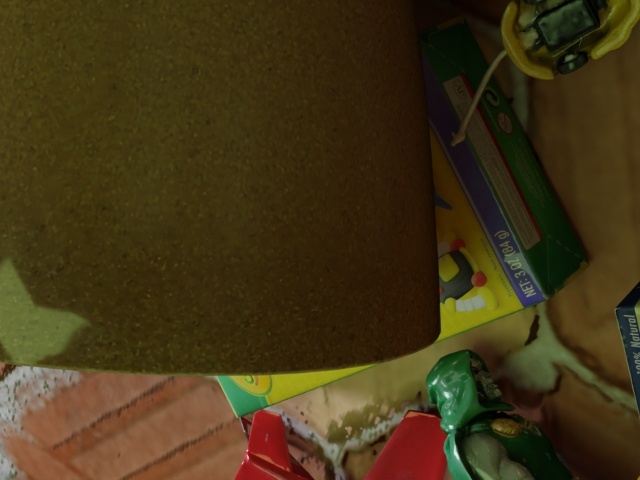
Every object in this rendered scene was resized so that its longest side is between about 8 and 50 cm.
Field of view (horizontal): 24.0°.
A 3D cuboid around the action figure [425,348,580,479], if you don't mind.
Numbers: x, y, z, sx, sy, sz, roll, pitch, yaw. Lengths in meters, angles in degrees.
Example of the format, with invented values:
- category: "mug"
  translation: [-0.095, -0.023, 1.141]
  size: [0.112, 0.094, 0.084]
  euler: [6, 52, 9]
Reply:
- category: "action figure"
  translation: [0.122, 0.145, 0.668]
  size: [0.063, 0.137, 0.232]
  euler: [-42, 75, 14]

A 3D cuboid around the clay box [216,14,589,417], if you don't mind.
- category: "clay box"
  translation: [0.000, 0.000, 0.710]
  size: [0.222, 0.053, 0.127]
  euler: [-26, 93, 36]

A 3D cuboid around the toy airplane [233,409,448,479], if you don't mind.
- category: "toy airplane"
  translation: [0.012, 0.134, 0.775]
  size: [0.151, 0.028, 0.151]
  euler: [14, 118, 28]

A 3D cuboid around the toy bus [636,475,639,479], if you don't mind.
- category: "toy bus"
  translation: [0.219, 0.044, 0.503]
  size: [0.130, 0.108, 0.332]
  euler: [30, 112, 3]

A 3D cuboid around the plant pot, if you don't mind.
- category: "plant pot"
  translation: [-0.061, -0.098, 0.562]
  size: [0.237, 0.237, 0.254]
  euler: [10, 100, 30]

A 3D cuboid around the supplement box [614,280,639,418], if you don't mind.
- category: "supplement box"
  translation: [0.176, 0.052, 0.615]
  size: [0.083, 0.056, 0.083]
  euler: [-6, 107, 34]

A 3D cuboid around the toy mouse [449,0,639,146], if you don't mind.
- category: "toy mouse"
  translation: [0.082, -0.139, 0.594]
  size: [0.161, 0.031, 0.143]
  euler: [-31, 101, 20]
